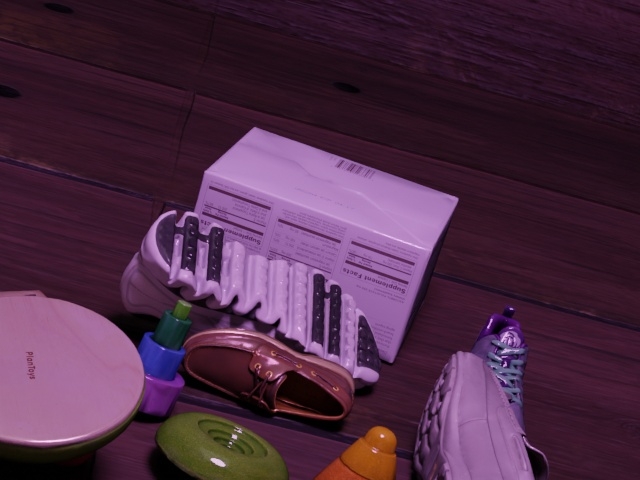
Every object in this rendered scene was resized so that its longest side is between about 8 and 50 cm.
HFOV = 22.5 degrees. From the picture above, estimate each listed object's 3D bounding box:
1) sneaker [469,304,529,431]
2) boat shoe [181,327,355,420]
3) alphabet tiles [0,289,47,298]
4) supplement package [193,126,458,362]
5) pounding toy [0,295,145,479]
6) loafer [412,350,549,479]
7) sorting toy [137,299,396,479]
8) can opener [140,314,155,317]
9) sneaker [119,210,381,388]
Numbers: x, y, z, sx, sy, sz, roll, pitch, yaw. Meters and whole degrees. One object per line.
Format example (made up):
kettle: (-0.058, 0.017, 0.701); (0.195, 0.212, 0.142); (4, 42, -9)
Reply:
sneaker: (0.179, 0.143, 1.673); (0.083, 0.098, 0.223); (16, 20, -4)
boat shoe: (-0.050, 0.133, 1.570); (0.178, 0.064, 0.060); (17, 18, -7)
alphabet tiles: (-0.372, 0.095, 1.493); (0.343, 0.011, 0.285); (-2, 27, -40)
supplement package: (0.000, 0.000, 1.833); (0.262, 0.145, 0.204); (20, 21, 7)
pounding toy: (-0.250, 0.158, 1.321); (0.183, 0.110, 0.237); (18, 36, 5)
loafer: (0.151, 0.211, 1.482); (0.111, 0.112, 0.319); (20, 28, -7)
sorting toy: (-0.049, 0.157, 1.396); (0.127, 0.126, 0.365); (14, 15, -47)
can opener: (-0.108, 0.065, 1.714); (0.186, 0.073, 0.059); (2, 17, -5)
sneaker: (-0.069, 0.077, 1.647); (0.292, 0.118, 0.110); (29, 40, -19)
